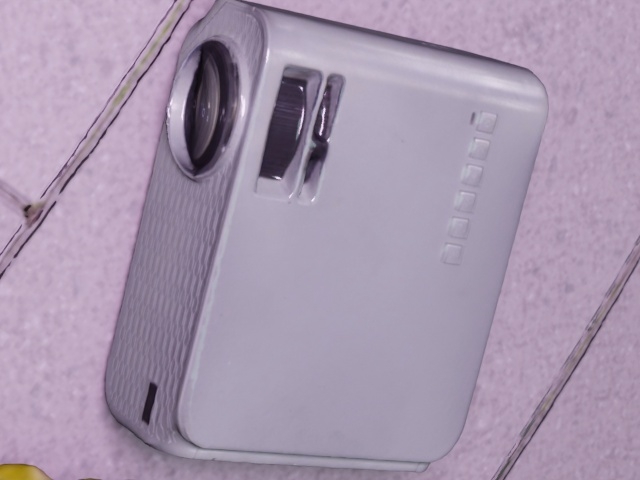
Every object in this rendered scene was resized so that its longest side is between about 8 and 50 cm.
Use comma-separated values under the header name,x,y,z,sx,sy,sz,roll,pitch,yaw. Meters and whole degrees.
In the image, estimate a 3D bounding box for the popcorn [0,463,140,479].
name,x,y,z,sx,sy,sz,roll,pitch,yaw
popcorn,-0.161,0.235,0.948,0.255,0.195,0.256,-25,116,-13

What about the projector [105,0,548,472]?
name,x,y,z,sx,sy,sz,roll,pitch,yaw
projector,0.000,0.000,1.021,0.198,0.108,0.250,7,102,-34
